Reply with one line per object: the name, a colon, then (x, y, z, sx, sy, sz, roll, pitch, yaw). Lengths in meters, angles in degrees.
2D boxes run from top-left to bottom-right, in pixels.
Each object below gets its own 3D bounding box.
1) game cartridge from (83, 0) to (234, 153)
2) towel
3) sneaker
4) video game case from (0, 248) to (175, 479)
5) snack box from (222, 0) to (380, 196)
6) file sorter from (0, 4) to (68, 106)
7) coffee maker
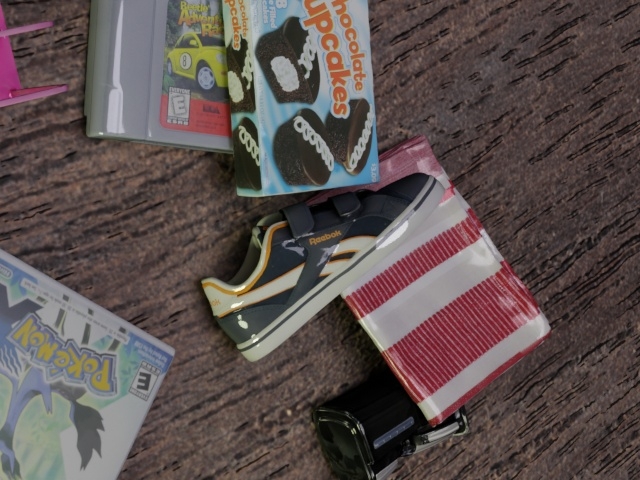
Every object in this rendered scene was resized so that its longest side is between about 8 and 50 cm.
game cartridge: (-0.141, -0.206, 1.810, 0.294, 0.060, 0.196, 4, 85, -36)
towel: (0.136, 0.045, 1.955, 0.237, 0.037, 0.329, -33, 88, -30)
sneaker: (0.000, 0.000, 1.828, 0.321, 0.126, 0.127, -40, 97, -6)
video game case: (-0.352, 0.183, 1.675, 0.329, 0.036, 0.300, 34, 72, -32)
snack box: (-0.024, -0.221, 1.824, 0.187, 0.060, 0.321, -8, 96, -39)
file sorter: (-0.397, -0.266, 1.541, 0.202, 0.182, 0.290, -19, 102, -34)
coffee maker: (0.083, 0.215, 1.957, 0.178, 0.120, 0.171, -26, 84, -34)
